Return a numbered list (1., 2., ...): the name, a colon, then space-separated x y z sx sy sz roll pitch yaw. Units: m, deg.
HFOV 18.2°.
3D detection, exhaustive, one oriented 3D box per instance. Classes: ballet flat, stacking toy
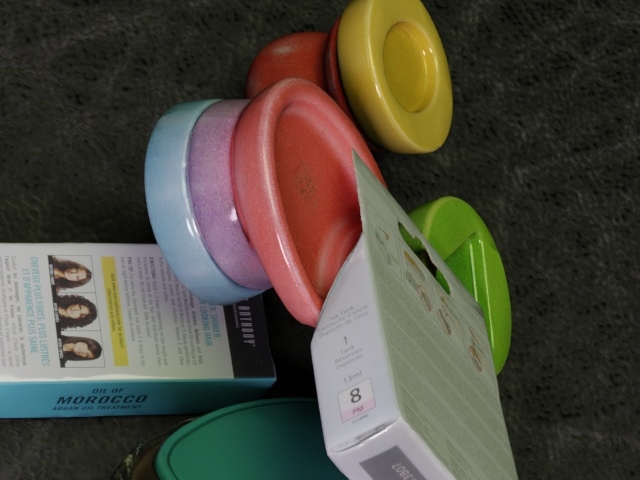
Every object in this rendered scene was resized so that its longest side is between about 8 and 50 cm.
1. ballet flat: -0.085 0.210 1.136 0.164 0.182 0.483 40 16 8
2. stacking toy: 0.000 0.000 1.330 0.309 0.130 0.279 -43 117 -58

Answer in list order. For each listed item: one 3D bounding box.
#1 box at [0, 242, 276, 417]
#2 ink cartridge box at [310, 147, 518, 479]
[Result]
1. box: -0.157 0.058 1.284 0.244 0.060 0.100 1 63 -22
2. ink cartridge box: 0.057 0.085 1.229 0.189 0.066 0.232 50 17 -40
